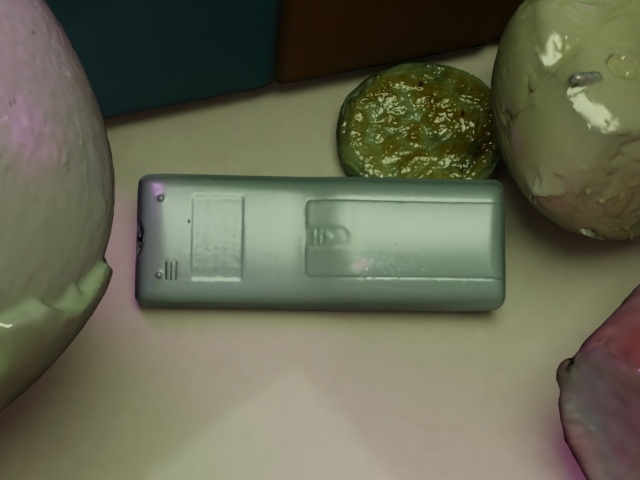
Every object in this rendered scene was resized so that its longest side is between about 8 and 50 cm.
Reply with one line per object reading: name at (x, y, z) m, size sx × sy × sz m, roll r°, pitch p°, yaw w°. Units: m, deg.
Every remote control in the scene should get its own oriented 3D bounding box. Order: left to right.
remote control at (0.000, 0.000, 0.582) m, size 0.162 × 0.029 × 0.061 m, roll 0°, pitch 80°, yaw -3°

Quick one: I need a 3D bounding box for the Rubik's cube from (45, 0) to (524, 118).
Rubik's cube at (-0.002, -0.302, 0.573) m, size 0.347 × 0.344 × 0.347 m, roll -14°, pitch 65°, yaw -14°

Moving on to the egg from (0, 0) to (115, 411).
egg at (-0.234, -0.038, 0.452) m, size 0.336 × 0.278 × 0.278 m, roll 8°, pitch 62°, yaw -3°

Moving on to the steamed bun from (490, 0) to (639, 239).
steamed bun at (0.129, -0.056, 0.592) m, size 0.130 × 0.091 × 0.112 m, roll -2°, pitch 60°, yaw -31°

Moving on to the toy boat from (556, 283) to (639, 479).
toy boat at (0.250, 0.067, 0.558) m, size 0.282 × 0.096 × 0.206 m, roll -24°, pitch 72°, yaw -30°

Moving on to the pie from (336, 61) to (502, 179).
pie at (0.048, -0.050, 0.625) m, size 0.084 × 0.021 × 0.084 m, roll 0°, pitch 65°, yaw -1°
